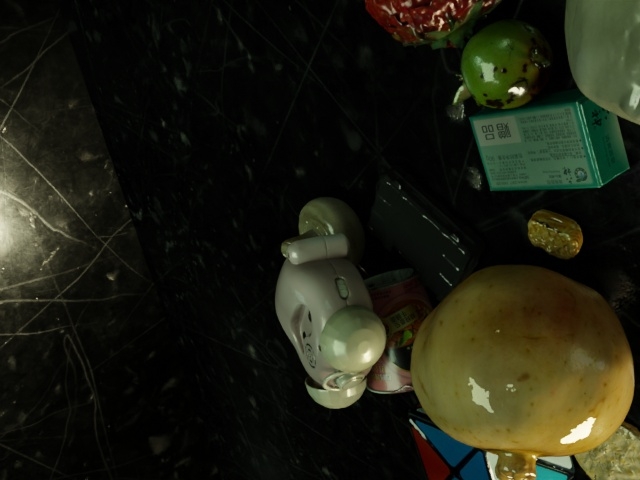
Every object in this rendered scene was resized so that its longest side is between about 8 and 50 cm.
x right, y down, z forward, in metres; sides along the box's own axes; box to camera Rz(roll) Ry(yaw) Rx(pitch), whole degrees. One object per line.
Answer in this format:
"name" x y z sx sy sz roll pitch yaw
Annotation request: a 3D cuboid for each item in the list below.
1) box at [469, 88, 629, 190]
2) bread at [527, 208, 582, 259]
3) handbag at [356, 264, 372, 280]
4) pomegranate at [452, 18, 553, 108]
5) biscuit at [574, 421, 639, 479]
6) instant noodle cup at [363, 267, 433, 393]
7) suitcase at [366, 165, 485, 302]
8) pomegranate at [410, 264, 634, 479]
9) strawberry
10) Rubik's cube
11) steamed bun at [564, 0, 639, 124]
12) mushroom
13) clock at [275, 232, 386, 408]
"box" 0.390 -0.171 1.370 0.245 0.092 0.153 4 117 55
"bread" 0.437 -0.010 1.481 0.110 0.044 0.083 30 140 38
"handbag" 0.114 0.148 2.098 0.190 0.063 0.127 44 147 19
"pomegranate" 0.306 -0.282 1.349 0.156 0.156 0.220 54 162 12
"biscuit" 0.602 0.444 1.626 0.220 0.033 0.220 36 141 36
"instant noodle cup" 0.186 0.209 1.898 0.244 0.244 0.255 -3 106 57
"suitcase" 0.228 -0.012 1.778 0.285 0.066 0.206 46 147 25
"pomegranate" 0.373 0.246 1.462 0.411 0.411 0.411 37 143 35
"strawberry" 0.169 -0.464 1.319 0.250 0.238 0.288 -28 81 56
"Rubik's cube" 0.376 0.446 1.760 0.248 0.250 0.246 11 123 56
"steamed bun" 0.466 -0.273 1.022 0.383 0.236 0.247 37 141 34
"mushroom" 0.000 0.000 1.987 0.207 0.215 0.207 30 131 41
"clock" 0.022 0.193 1.823 0.342 0.184 0.326 98 151 -57
